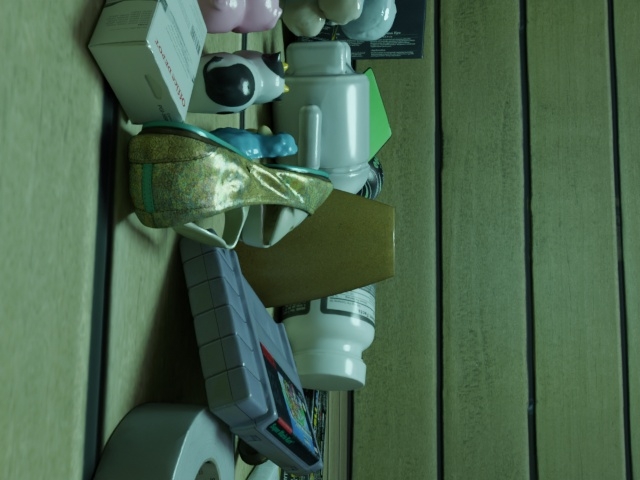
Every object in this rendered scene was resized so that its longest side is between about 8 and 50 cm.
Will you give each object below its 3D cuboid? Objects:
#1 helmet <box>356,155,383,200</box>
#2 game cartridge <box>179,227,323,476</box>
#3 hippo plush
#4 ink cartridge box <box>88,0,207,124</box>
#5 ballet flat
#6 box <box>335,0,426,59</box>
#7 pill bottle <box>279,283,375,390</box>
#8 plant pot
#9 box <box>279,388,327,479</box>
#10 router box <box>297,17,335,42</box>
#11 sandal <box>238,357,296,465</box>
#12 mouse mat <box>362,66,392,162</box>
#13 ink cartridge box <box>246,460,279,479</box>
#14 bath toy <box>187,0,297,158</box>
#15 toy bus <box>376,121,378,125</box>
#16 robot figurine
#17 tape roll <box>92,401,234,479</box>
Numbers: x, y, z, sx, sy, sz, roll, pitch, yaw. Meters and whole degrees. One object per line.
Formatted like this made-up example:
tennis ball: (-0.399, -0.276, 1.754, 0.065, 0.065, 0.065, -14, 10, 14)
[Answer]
helmet: (0.082, -0.161, 1.516, 0.169, 0.169, 0.161, -82, 150, -46)
game cartridge: (-0.076, 0.168, 0.763, 0.355, 0.068, 0.230, 68, -2, -56)
hippo plush: (0.017, -0.482, 1.127, 0.294, 0.234, 0.236, 52, 11, 24)
ink cartridge box: (-0.157, -0.191, 0.546, 0.099, 0.056, 0.135, 78, 14, -57)
ballet flat: (-0.088, -0.046, 0.671, 0.348, 0.123, 0.123, 6, 84, -65)
box: (0.143, -0.704, 1.721, 0.312, 0.343, 0.179, 70, 23, -71)
pill bottle: (0.017, 0.135, 1.288, 0.210, 0.210, 0.363, 74, 18, -64)
plant pot: (0.000, 0.000, 0.993, 0.237, 0.254, 0.237, -1, 90, -82)
box: (-0.038, 0.462, 1.381, 0.257, 0.079, 0.322, 72, 20, -62)
router box: (0.000, -0.522, 1.419, 0.309, 0.081, 0.243, -81, -178, -58)
sandal: (-0.099, 0.263, 0.976, 0.060, 0.090, 0.219, 55, 37, -38)
mouse mat: (0.113, -0.296, 1.376, 0.152, 0.007, 0.190, -50, 131, -37)
ink cartridge box: (-0.101, 0.513, 1.014, 0.224, 0.045, 0.223, -10, 100, -83)
bath toy: (-0.101, -0.272, 0.705, 0.151, 0.129, 0.348, -73, 161, -65)
toy bus: (0.034, -0.289, 1.419, 0.220, 0.211, 0.149, -75, 165, -58)
robot figurine: (0.002, -0.225, 1.193, 0.300, 0.199, 0.354, -52, 142, -68)
tape roll: (-0.147, 0.272, 0.566, 0.219, 0.072, 0.219, 0, 90, -83)
